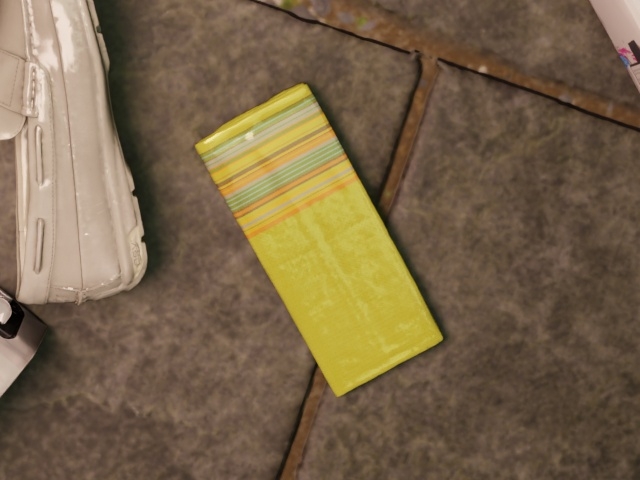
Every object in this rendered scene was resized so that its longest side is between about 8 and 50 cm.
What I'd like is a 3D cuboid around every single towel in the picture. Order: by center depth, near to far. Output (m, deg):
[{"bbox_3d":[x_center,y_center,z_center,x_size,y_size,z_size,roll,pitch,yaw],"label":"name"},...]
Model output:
[{"bbox_3d":[0.000,0.000,1.519,0.102,0.021,0.237,-28,101,4],"label":"towel"}]

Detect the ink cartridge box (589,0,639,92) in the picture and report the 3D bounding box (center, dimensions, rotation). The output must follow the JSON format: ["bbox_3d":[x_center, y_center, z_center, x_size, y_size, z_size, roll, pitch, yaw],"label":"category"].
[{"bbox_3d":[0.329,-0.187,1.474,0.201,0.117,0.278,-31,101,-1],"label":"ink cartridge box"}]

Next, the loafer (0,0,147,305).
[{"bbox_3d":[-0.211,-0.105,1.433,0.111,0.112,0.319,-13,100,-12],"label":"loafer"}]

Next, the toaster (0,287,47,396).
[{"bbox_3d":[-0.326,0.086,1.450,0.168,0.110,0.185,40,93,-9],"label":"toaster"}]
